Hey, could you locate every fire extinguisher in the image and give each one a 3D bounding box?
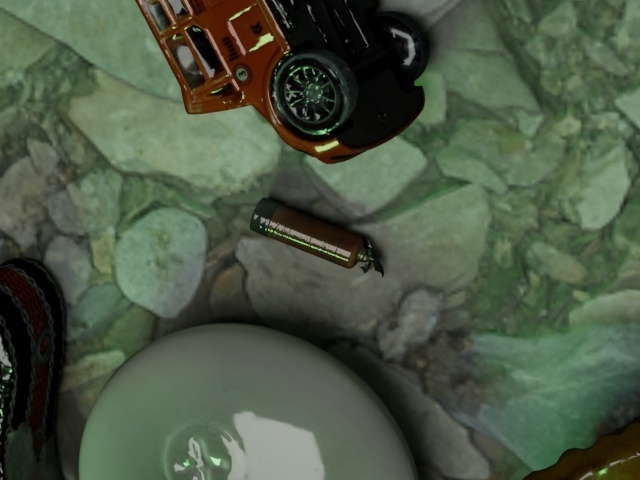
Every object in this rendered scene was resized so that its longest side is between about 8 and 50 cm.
[{"bbox_3d":[0.000,0.000,1.181,0.083,0.022,0.028,21,152,12],"label":"fire extinguisher"}]

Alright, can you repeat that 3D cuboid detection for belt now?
[{"bbox_3d":[-0.199,0.181,1.277,0.126,0.094,0.359,-9,106,22],"label":"belt"}]

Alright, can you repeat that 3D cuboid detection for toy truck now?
[{"bbox_3d":[-0.045,-0.156,1.095,0.114,0.107,0.252,-23,97,34],"label":"toy truck"}]

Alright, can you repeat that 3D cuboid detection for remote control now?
[{"bbox_3d":[-0.032,0.207,1.220,0.221,0.103,0.332,-6,107,25],"label":"remote control"}]

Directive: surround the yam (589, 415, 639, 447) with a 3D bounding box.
[{"bbox_3d":[0.203,0.127,1.119,0.141,0.079,0.079,-35,94,28],"label":"yam"}]

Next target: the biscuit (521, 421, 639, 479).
[{"bbox_3d":[0.233,0.217,1.110,0.318,0.040,0.318,3,125,5],"label":"biscuit"}]
